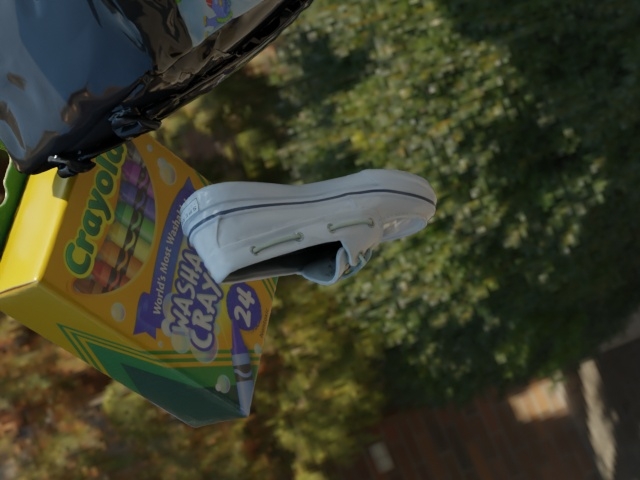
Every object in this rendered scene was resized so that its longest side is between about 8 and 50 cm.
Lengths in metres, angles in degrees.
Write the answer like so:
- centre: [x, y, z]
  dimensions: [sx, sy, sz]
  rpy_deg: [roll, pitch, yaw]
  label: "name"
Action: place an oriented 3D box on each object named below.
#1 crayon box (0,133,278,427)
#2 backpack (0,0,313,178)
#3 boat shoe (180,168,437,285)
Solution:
- centre: [-0.178, 0.013, 1.225]
  dimensions: [0.323, 0.083, 0.203]
  rpy_deg: [38, -130, -37]
  label: "crayon box"
- centre: [-0.116, -0.243, 1.113]
  dimensions: [0.290, 0.355, 0.273]
  rpy_deg: [-25, 93, 57]
  label: "backpack"
- centre: [0.000, 0.000, 1.002]
  dimensions: [0.083, 0.226, 0.076]
  rpy_deg: [-49, 55, 49]
  label: "boat shoe"
